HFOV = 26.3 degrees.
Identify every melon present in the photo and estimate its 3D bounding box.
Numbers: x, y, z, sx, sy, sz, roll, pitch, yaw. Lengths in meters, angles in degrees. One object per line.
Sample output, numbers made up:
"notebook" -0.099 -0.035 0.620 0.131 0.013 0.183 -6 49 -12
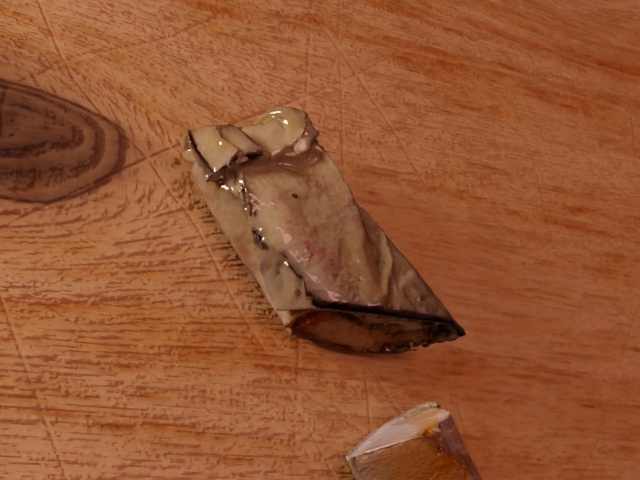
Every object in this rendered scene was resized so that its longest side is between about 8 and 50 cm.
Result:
"melon" 0.124 0.226 1.438 0.202 0.093 0.139 34 39 -24

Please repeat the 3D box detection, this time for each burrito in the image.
"burrito" -0.009 0.007 1.462 0.175 0.107 0.348 -34 85 -30
